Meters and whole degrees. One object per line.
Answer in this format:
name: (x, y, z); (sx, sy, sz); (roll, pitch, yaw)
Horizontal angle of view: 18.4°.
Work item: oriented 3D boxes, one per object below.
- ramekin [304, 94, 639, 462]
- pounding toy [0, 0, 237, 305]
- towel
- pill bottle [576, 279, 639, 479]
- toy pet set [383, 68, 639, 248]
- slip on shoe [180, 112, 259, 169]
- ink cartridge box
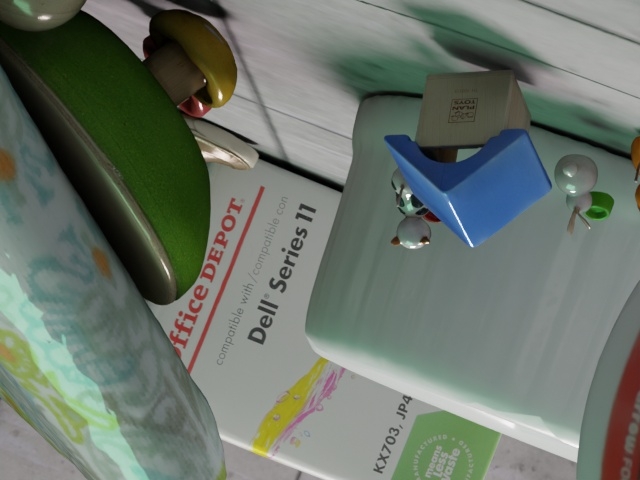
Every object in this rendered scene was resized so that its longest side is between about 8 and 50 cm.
ramekin: (0.126, 0.039, 1.032); (0.277, 0.135, 0.277); (21, 175, 2)
pounding toy: (-0.102, -0.090, 0.977); (0.183, 0.110, 0.237); (32, 156, 50)
towel: (-0.213, -0.040, 1.044); (0.374, 0.090, 0.320); (31, 159, 51)
pill bottle: (0.277, 0.104, 0.640); (0.210, 0.210, 0.363); (25, 174, -39)
toy pet set: (0.082, -0.016, 0.844); (0.122, 0.065, 0.114); (-2, 147, 22)
slip on shoe: (-0.111, -0.072, 1.395); (0.135, 0.041, 0.051); (23, 175, -20)
ink cartridge box: (-0.026, 0.060, 1.500); (0.353, 0.207, 0.119); (22, 177, -10)
